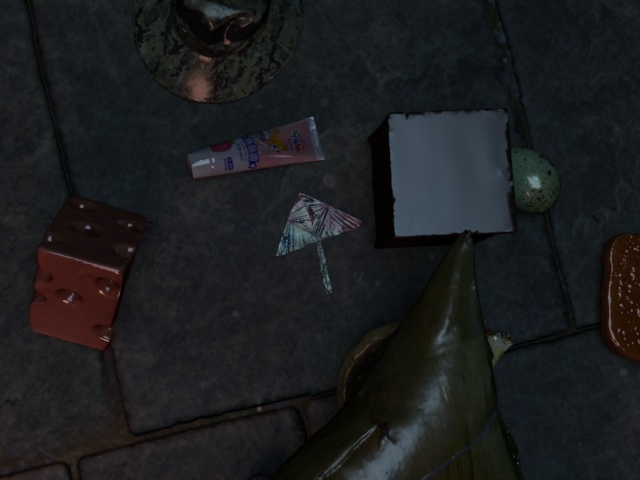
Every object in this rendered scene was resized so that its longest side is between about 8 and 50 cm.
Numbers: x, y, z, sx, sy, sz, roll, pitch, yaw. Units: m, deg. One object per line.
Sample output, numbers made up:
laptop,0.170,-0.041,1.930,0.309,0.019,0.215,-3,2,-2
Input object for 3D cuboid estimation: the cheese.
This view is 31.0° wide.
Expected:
cheese,-0.319,0.063,1.568,0.128,0.203,0.177,15,112,-6

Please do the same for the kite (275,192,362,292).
kite,0.000,0.000,1.675,0.137,0.005,0.152,-22,88,-7

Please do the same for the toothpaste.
toothpaste,-0.094,-0.127,1.662,0.194,0.043,0.067,-14,83,-13

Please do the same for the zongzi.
zongzi,0.073,0.213,1.473,0.356,0.174,0.393,-14,103,-23

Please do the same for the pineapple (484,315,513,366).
pineapple,0.211,0.167,1.649,0.137,0.069,0.116,-4,84,-8

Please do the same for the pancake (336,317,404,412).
pancake,0.127,0.216,1.618,0.212,0.029,0.235,-1,106,8

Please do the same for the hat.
hat,-0.141,-0.334,1.633,0.265,0.128,0.265,1,83,-9

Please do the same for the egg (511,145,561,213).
egg,0.299,-0.089,1.674,0.085,0.085,0.110,-44,83,-8

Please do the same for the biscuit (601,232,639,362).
biscuit,0.504,0.089,1.703,0.186,0.036,0.192,4,84,-8

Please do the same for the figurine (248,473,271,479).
figurine,-0.028,0.421,1.566,0.222,0.145,0.145,28,82,1

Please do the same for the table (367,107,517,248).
table,0.166,-0.081,1.605,0.172,0.193,0.169,-3,85,-6
